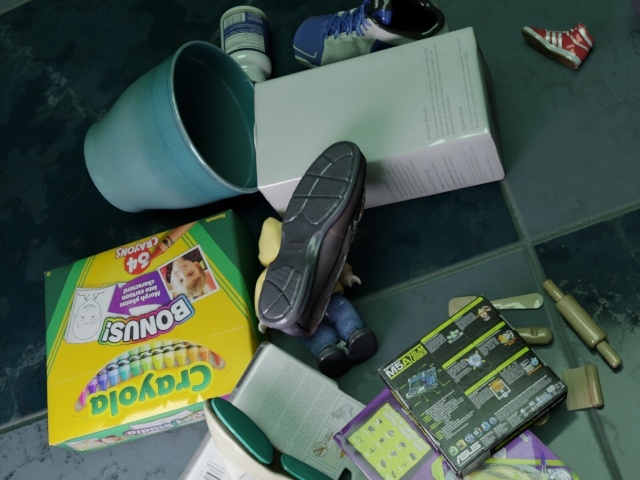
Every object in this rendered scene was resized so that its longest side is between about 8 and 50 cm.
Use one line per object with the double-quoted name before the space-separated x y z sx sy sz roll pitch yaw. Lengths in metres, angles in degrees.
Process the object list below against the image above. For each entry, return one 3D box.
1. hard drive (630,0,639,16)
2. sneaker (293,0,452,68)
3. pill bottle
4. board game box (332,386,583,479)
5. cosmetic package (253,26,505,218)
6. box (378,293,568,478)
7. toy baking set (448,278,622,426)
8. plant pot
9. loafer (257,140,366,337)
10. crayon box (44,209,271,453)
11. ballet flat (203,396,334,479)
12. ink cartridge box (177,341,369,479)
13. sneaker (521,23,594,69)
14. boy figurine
"hard drive" 0.626 -0.390 1.352 0.255 0.054 0.172 10 44 30
"sneaker" 0.094 -0.379 1.520 0.316 0.182 0.127 11 69 26
"pill bottle" -0.140 -0.348 1.649 0.094 0.094 0.169 -13 62 15
"board game box" 0.206 0.325 1.191 0.208 0.056 0.347 -42 61 -7
"cosmetic package" 0.091 -0.182 1.445 0.385 0.156 0.217 -11 62 18
"box" 0.208 0.197 1.210 0.191 0.045 0.184 -36 58 -8
"toy baking set" 0.301 0.150 1.273 0.197 0.030 0.256 -33 58 4
"plant pot" -0.260 -0.170 1.527 0.255 0.272 0.271 -21 59 28
"loafer" 0.000 0.000 1.312 0.109 0.095 0.302 11 73 42
"crayon box" -0.273 0.153 1.453 0.363 0.106 0.313 -18 60 12
"ballet flat" -0.079 0.316 1.206 0.248 0.086 0.086 39 82 -10
"ink cartridge box" -0.051 0.324 1.279 0.239 0.060 0.275 34 78 -11
"sneaker" 0.399 -0.340 1.462 0.118 0.042 0.067 39 88 24
"boy figurine" -0.031 0.082 1.398 0.177 0.092 0.285 -32 56 -7
